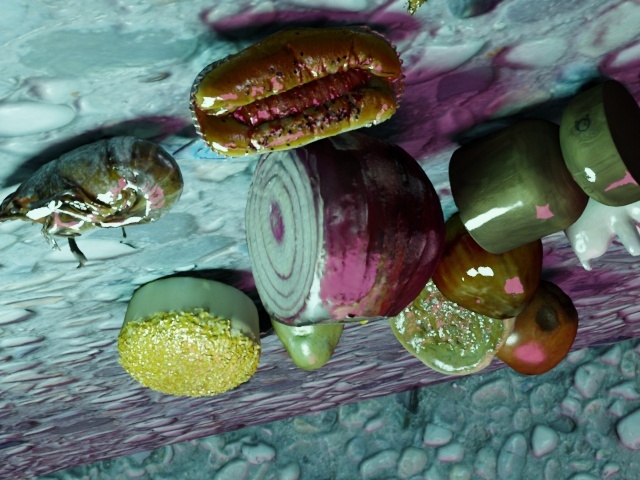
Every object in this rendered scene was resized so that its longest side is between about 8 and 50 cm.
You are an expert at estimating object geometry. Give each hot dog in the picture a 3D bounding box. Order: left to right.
[{"bbox_3d":[-0.026,-0.178,1.333,0.267,0.075,0.144,-15,122,-15],"label":"hot dog"}]

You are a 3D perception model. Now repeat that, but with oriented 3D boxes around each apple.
[{"bbox_3d":[0.479,0.187,2.629,0.229,0.230,0.230,-10,162,-3],"label":"apple"}]

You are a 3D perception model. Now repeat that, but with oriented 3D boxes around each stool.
[{"bbox_3d":[0.344,-0.103,1.688,0.264,0.179,0.179,-24,158,34],"label":"stool"}]

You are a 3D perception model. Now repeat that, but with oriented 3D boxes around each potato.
[{"bbox_3d":[-0.021,0.156,2.236,0.157,0.194,0.157,-4,173,0],"label":"potato"}]

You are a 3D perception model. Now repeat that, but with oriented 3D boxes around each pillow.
[{"bbox_3d":[-0.119,0.170,2.364,0.141,0.055,0.208,-15,-173,32],"label":"pillow"}]

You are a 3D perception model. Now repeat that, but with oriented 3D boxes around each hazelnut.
[{"bbox_3d":[0.308,0.041,2.067,0.217,0.217,0.251,-6,162,-17],"label":"hazelnut"}]

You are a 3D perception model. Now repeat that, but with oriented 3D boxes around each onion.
[{"bbox_3d":[0.050,-0.011,1.613,0.260,0.282,0.337,-1,159,-22],"label":"onion"}]

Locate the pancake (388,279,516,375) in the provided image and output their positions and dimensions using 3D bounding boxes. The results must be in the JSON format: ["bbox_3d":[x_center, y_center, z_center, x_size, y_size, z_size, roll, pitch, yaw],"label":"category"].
[{"bbox_3d":[0.264,0.151,2.348,0.282,0.282,0.049,-23,-171,31],"label":"pancake"}]

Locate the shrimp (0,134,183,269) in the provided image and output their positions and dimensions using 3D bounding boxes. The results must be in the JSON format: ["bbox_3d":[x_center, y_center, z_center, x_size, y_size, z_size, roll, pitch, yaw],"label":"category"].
[{"bbox_3d":[-0.338,-0.050,1.536,0.343,0.116,0.145,-15,138,20],"label":"shrimp"}]

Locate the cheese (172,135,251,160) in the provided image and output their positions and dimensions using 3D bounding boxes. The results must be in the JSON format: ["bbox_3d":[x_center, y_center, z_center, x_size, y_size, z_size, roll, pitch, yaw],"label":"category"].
[{"bbox_3d":[-0.096,-0.155,1.463,0.135,0.052,0.244,1,159,-28],"label":"cheese"}]

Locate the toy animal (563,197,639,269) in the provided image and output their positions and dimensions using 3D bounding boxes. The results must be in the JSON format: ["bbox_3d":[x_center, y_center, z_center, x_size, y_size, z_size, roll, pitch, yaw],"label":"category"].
[{"bbox_3d":[0.575,-0.046,2.064,0.282,0.138,0.140,-14,-166,21],"label":"toy animal"}]

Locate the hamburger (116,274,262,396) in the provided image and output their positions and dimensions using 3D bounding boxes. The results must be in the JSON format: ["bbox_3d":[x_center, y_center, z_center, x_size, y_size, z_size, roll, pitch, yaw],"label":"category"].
[{"bbox_3d":[-0.245,0.193,2.160,0.276,0.179,0.294,-1,153,3],"label":"hamburger"}]

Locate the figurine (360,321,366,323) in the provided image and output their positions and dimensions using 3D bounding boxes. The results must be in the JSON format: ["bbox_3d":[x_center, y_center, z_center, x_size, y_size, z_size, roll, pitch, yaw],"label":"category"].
[{"bbox_3d":[0.120,0.088,2.295,0.178,0.109,0.130,-17,140,8],"label":"figurine"}]

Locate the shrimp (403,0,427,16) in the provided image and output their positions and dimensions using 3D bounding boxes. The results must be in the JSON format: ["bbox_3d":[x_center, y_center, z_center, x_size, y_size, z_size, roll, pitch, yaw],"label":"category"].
[{"bbox_3d":[0.140,-0.283,1.266,0.083,0.023,0.114,-5,158,-27],"label":"shrimp"}]
